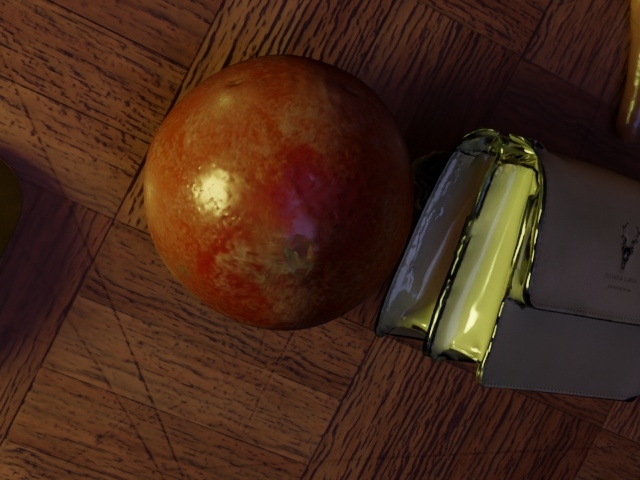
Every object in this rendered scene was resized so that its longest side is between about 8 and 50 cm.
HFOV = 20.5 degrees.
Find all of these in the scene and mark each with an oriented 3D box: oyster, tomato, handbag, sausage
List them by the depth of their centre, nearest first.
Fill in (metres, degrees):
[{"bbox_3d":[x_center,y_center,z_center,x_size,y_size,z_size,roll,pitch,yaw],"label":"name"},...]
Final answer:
[{"bbox_3d":[-0.037,-0.042,1.691,0.265,0.265,0.264,-8,110,-22],"label":"tomato"},{"bbox_3d":[0.242,0.030,1.818,0.359,0.160,0.236,12,98,-54],"label":"handbag"},{"bbox_3d":[0.150,-0.015,1.891,0.125,0.064,0.177,-25,106,-31],"label":"oyster"},{"bbox_3d":[0.348,-0.191,1.927,0.047,0.040,0.176,0,107,-17],"label":"sausage"}]

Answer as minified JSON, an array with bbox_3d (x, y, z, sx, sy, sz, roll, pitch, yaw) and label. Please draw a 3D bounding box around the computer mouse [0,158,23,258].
[{"bbox_3d":[-0.378,0.020,1.670,0.126,0.056,0.245,33,91,-30],"label":"computer mouse"}]
